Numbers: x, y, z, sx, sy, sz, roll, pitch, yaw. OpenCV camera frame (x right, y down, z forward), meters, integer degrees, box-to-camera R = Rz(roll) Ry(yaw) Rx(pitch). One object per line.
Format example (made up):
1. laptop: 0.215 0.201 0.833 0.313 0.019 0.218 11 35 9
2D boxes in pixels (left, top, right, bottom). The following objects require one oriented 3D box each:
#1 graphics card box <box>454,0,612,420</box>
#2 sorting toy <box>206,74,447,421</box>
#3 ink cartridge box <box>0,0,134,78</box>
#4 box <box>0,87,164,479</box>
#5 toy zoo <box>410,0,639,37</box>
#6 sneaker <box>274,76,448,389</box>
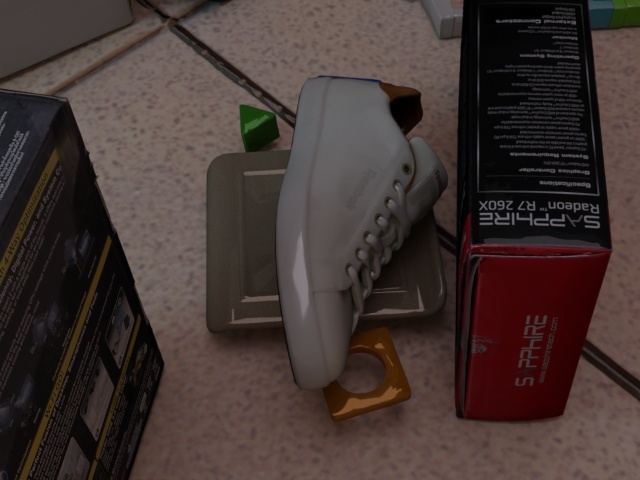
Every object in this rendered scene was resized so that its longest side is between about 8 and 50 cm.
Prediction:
1. graphics card box: 0.154 -0.075 0.736 0.094 0.232 0.370 1 54 7
2. sorting toy: 0.000 0.000 0.802 0.196 0.047 0.347 -6 55 2
3. ink cartridge box: -0.413 -0.336 0.976 0.279 0.160 0.384 -30 59 -19
4. box: -0.207 0.162 0.528 0.097 0.318 0.394 9 56 7
5. toy zoo: 0.216 -0.300 1.014 0.293 0.030 0.192 -3 55 -1
6. sneaker: 0.035 -0.022 0.718 0.123 0.106 0.290 0 54 9
